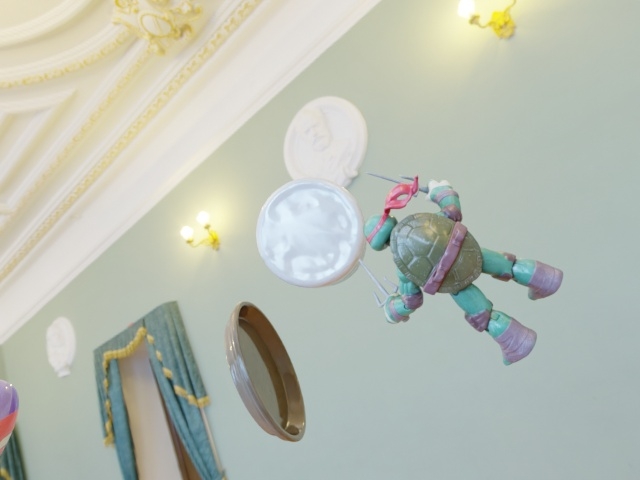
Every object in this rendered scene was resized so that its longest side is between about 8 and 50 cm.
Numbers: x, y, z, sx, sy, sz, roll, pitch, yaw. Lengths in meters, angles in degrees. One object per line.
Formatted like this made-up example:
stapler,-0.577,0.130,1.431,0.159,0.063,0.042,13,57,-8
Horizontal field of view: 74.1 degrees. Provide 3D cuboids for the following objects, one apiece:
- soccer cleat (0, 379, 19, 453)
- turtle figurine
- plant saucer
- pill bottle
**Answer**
soccer cleat,-0.357,0.224,0.373,0.095,0.083,0.248,-29,21,25
turtle figurine,0.125,0.024,0.457,0.175,0.234,0.118,-61,-7,6
plant saucer,-0.105,0.249,0.810,0.041,0.277,0.278,-27,-17,5
pill bottle,0.000,0.000,0.765,0.169,0.169,0.301,-24,-7,4
